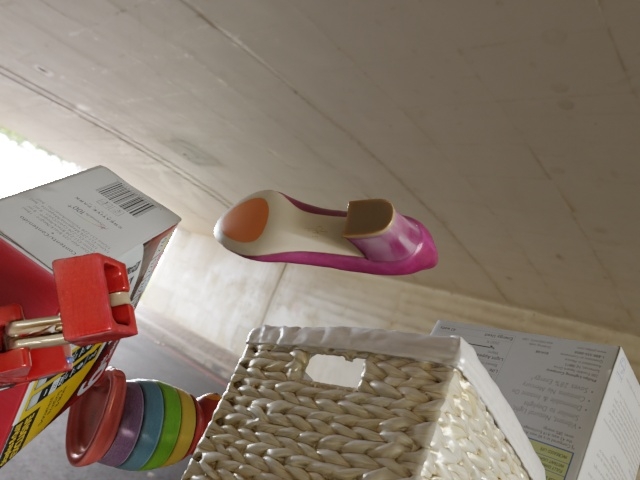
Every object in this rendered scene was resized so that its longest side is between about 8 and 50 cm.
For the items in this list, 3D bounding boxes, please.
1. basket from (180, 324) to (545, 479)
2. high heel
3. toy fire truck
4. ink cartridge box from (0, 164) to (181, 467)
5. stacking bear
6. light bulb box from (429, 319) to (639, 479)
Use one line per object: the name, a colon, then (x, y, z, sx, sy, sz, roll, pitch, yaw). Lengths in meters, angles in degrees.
basket: (0.058, 0.305, 0.640, 0.329, 0.266, 0.331, -4, -45, 40)
high heel: (0.000, 0.000, 0.555, 0.244, 0.082, 0.117, -6, -27, 34)
toy fire truck: (-0.189, 0.065, 0.356, 0.136, 0.047, 0.192, -13, -12, -13)
ink cartridge box: (-0.332, 0.099, 0.584, 0.130, 0.309, 0.272, 34, 26, 2)
stacking bear: (-0.283, 0.330, 0.935, 0.289, 0.164, 0.176, 23, -21, -38)
light bulb box: (0.318, 0.362, 0.900, 0.358, 0.361, 0.225, 0, -42, 50)
